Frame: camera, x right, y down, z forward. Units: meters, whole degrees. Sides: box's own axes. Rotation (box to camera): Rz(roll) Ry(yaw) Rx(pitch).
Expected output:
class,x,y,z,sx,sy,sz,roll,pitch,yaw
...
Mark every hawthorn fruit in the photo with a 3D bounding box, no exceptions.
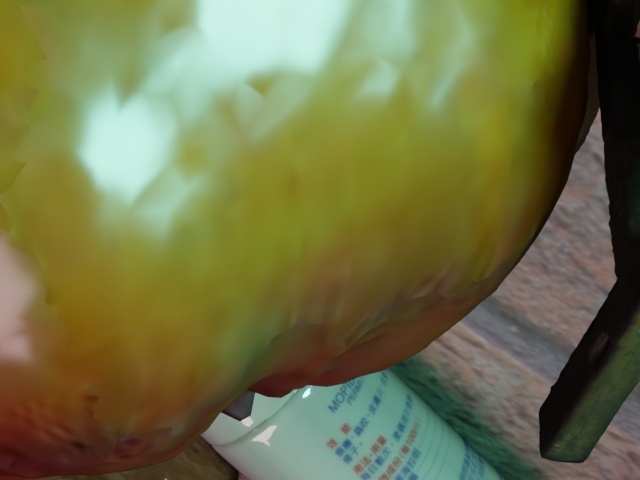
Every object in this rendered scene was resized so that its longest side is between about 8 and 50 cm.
class,x,y,z,sx,sy,sz,roll,pitch,yaw
hawthorn fruit,-0.125,-0.118,0.662,0.471,0.472,0.472,20,144,16

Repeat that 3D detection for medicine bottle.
class,x,y,z,sx,sy,sz,roll,pitch,yaw
medicine bottle,-0.001,0.131,1.102,0.341,0.130,0.130,44,144,-18

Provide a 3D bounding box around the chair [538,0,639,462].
class,x,y,z,sx,sy,sz,roll,pitch,yaw
chair,0.227,-0.097,0.538,0.240,0.203,0.416,6,142,0

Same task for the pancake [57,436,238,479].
class,x,y,z,sx,sy,sz,roll,pitch,yaw
pancake,-0.203,0.159,1.364,0.294,0.049,0.294,18,140,16
